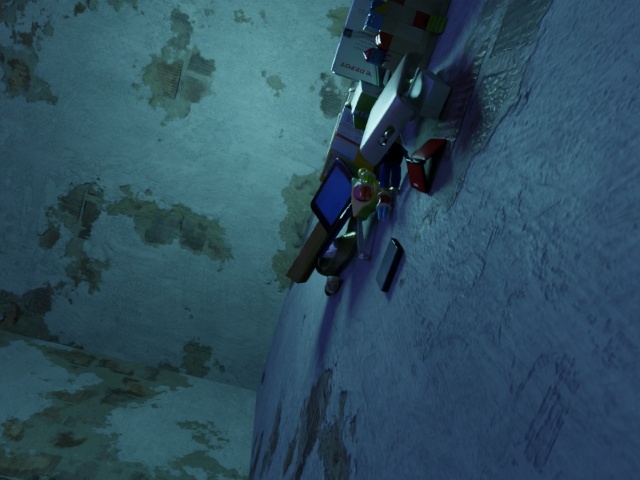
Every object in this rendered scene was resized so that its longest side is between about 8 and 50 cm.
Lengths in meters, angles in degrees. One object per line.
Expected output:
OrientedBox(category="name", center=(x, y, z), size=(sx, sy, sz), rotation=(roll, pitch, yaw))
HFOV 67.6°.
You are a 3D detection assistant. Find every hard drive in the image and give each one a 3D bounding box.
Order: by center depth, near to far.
OrientedBox(category="hard drive", center=(0.196, 0.068, 1.364), size=(0.094, 0.022, 0.135), rotation=(-98, 26, -72))

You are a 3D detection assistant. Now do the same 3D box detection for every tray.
OrientedBox(category="tray", center=(0.000, 0.000, 2.130), size=(0.411, 0.076, 0.203), rotation=(-57, -10, 2))

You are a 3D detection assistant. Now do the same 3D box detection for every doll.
OrientedBox(category="doll", center=(0.216, -0.251, 1.501), size=(0.046, 0.128, 0.189), rotation=(-146, 58, -76))

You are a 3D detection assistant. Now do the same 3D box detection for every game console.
OrientedBox(category="game console", center=(0.289, -0.203, 1.290), size=(0.144, 0.085, 0.124), rotation=(-107, 3, -77))
OrientedBox(category="game console", center=(0.033, -0.124, 1.847), size=(0.293, 0.173, 0.250), rotation=(-58, -2, 42))

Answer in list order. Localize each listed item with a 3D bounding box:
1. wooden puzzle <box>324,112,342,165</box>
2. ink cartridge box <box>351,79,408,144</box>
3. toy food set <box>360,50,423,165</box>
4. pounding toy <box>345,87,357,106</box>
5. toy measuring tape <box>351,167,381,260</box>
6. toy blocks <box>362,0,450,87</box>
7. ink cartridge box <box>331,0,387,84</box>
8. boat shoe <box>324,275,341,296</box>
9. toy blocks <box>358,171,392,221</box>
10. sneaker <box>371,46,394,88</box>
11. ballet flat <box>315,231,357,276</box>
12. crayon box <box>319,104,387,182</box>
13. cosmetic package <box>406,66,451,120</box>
OrientedBox(category="wooden puzzle", center=(0.143, -0.396, 1.974), size=(0.044, 0.220, 0.239), rotation=(14, -88, -70))
OrientedBox(category="ink cartridge box", center=(0.214, -0.454, 1.686), size=(0.255, 0.188, 0.097), rotation=(-88, 18, -55))
OrientedBox(category="toy food set", center=(0.225, -0.393, 1.419), size=(0.220, 0.092, 0.306), rotation=(-55, 13, 49))
OrientedBox(category="pounding toy", center=(0.183, -0.572, 2.124), size=(0.269, 0.154, 0.155), rotation=(54, -128, -83))
OrientedBox(category="toy measuring tape", center=(0.174, -0.100, 1.649), size=(0.121, 0.121, 0.331), rotation=(128, 140, -70))
OrientedBox(category="toy blocks", center=(0.265, -0.728, 1.608), size=(0.191, 0.260, 0.382), rotation=(-101, 27, -73))
OrientedBox(category="ink cartridge box", center=(0.238, -0.851, 1.951), size=(0.166, 0.285, 0.395), rotation=(-82, 12, -53))
OrientedBox(category="boat shoe", center=(0.050, 0.195, 2.009), size=(0.170, 0.062, 0.059), rotation=(100, 180, -68))
OrientedBox(category="toy blocks", center=(0.177, -0.138, 1.544), size=(0.054, 0.123, 0.148), rotation=(-47, 25, 49))
OrientedBox(category="sneaker", center=(0.274, -0.601, 1.860), size=(0.321, 0.127, 0.126), rotation=(68, -142, -61))
OrientedBox(category="ballet flat", center=(0.056, 0.060, 2.020), size=(0.349, 0.123, 0.123), rotation=(120, 164, -59))
OrientedBox(category="crayon box", center=(0.140, -0.339, 1.879), size=(0.083, 0.203, 0.323), rotation=(-29, -34, -55))
OrientedBox(category="cosmetic package", center=(0.314, -0.435, 1.404), size=(0.239, 0.060, 0.099), rotation=(-89, 15, -61))
